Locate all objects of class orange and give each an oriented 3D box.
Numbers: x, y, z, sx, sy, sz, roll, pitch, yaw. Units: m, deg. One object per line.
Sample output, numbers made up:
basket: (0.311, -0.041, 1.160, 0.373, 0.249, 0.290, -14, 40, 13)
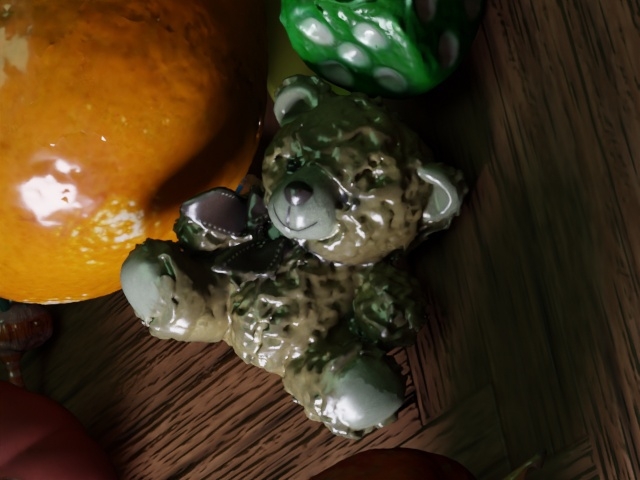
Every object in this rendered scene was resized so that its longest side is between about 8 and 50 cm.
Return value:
orange: (-0.224, -0.146, 1.767, 0.424, 0.326, 0.424, -168, 90, -70)

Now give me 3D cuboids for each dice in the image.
dice: (0.050, -0.201, 1.561, 0.131, 0.120, 0.128, 10, 60, 33)

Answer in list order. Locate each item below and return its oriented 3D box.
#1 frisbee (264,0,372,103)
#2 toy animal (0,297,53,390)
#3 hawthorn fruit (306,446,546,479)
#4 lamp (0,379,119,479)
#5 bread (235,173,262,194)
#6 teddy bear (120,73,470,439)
frisbee: (0.013, -0.218, 1.735, 0.236, 0.017, 0.236, -21, 63, 49)
toy animal: (-0.336, 0.122, 2.028, 0.103, 0.100, 0.208, -6, 86, 13)
hawthorn fruit: (0.073, 0.231, 1.384, 0.243, 0.207, 0.207, -45, 45, 14)
lamp: (-0.336, 0.283, 1.836, 0.303, 0.257, 0.303, -2, 79, 10)
bread: (-0.082, -0.003, 1.771, 0.106, 0.053, 0.072, -50, 21, 29)
teddy bear: (0.000, 0.000, 1.576, 0.267, 0.156, 0.256, 31, 108, 13)
